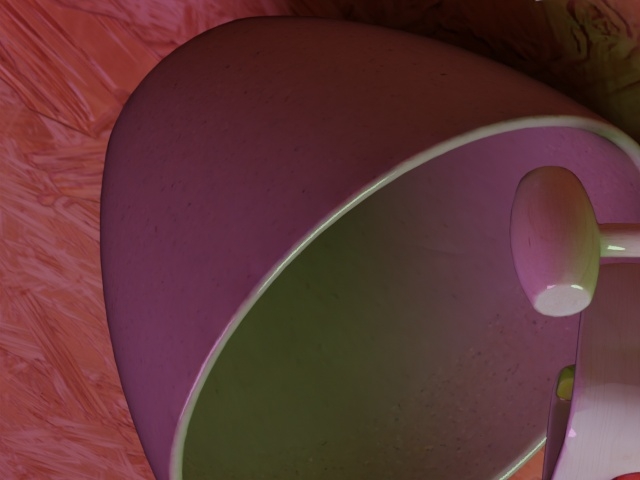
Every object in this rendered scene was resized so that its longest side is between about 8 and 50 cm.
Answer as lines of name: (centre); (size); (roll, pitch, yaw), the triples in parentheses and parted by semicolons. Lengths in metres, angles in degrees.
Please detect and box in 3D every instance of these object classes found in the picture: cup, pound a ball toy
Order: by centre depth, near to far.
pound a ball toy: (0.244, 0.090, 0.967); (0.319, 0.135, 0.208); (9, 146, 2)
cup: (0.000, 0.000, 1.078); (0.237, 0.331, 0.331); (48, 161, 37)
